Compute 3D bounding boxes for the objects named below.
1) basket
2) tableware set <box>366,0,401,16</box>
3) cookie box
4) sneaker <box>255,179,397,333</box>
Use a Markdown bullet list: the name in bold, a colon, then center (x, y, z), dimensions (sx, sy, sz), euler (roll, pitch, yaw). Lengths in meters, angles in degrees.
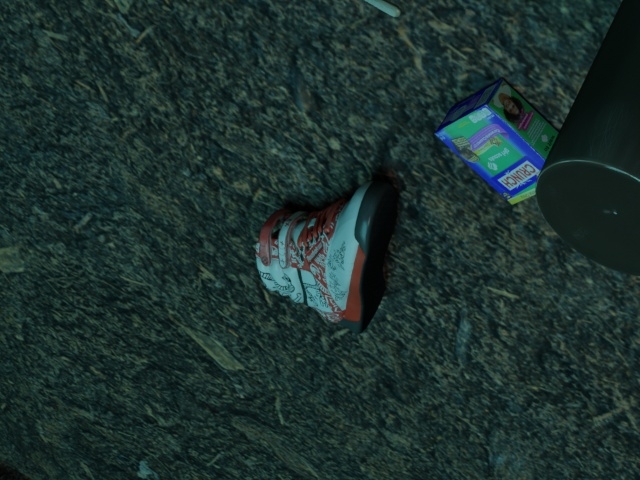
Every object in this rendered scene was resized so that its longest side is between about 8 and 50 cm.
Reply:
- **basket**: center (0.271, -0.098, 1.361), dimensions (0.154, 0.227, 0.204), euler (12, 144, 35)
- **tableware set**: center (0.016, -0.293, 1.515), dimensions (0.194, 0.039, 0.128), euler (29, 126, -3)
- **cookie box**: center (0.176, -0.091, 1.665), dimensions (0.107, 0.040, 0.092), euler (41, 150, -13)
- **sneaker**: center (-0.001, 0.001, 1.941), dimensions (0.145, 0.090, 0.270), euler (25, 153, 12)
